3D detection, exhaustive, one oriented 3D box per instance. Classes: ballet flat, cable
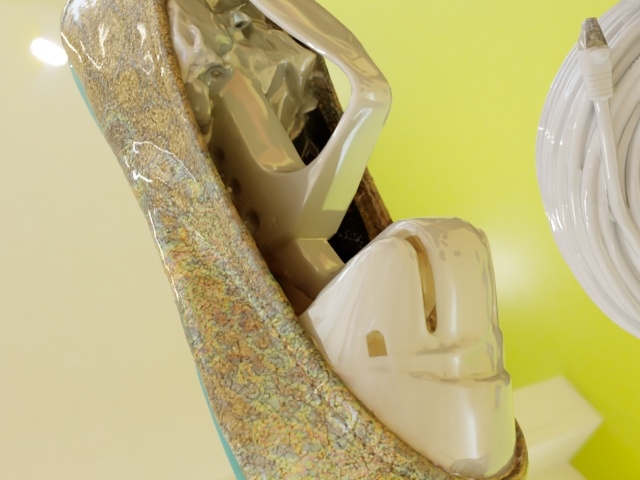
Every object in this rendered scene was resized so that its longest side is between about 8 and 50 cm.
[{"bbox_3d":[0.000,0.000,0.431,0.123,0.123,0.348,5,-132,-48],"label":"ballet flat"},{"bbox_3d":[0.266,-0.050,0.745,0.257,0.257,0.089,-2,-164,-12],"label":"cable"}]
